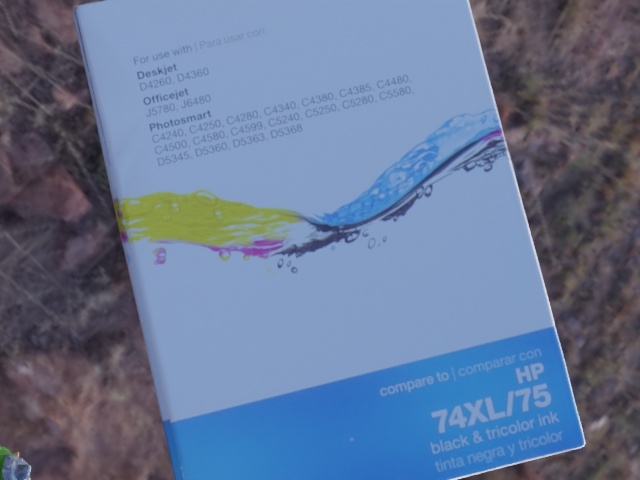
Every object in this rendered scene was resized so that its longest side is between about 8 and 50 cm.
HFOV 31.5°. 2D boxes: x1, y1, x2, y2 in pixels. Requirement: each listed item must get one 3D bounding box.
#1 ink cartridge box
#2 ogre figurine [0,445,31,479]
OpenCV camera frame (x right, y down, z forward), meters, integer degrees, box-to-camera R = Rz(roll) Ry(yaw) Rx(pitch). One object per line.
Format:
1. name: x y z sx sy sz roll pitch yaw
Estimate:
1. ink cartridge box: 0.000 0.000 0.635 0.197 0.270 0.198 -14 175 -2
2. ogre figurine: -0.290 0.191 0.862 0.097 0.197 0.118 42 76 -29
